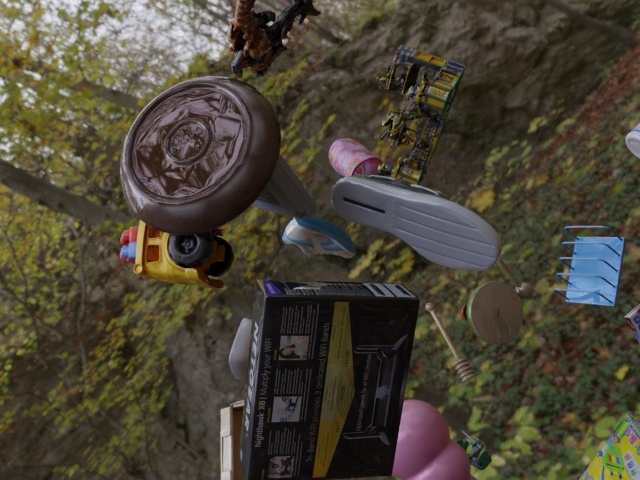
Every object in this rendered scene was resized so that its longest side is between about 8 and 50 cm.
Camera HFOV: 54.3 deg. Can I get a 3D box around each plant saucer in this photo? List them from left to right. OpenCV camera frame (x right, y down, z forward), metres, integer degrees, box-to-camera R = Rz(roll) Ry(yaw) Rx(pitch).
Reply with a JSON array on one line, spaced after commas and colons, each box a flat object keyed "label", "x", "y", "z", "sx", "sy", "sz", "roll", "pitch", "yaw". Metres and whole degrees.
[{"label": "plant saucer", "x": -0.222, "y": -0.163, "z": 1.087, "sx": 0.311, "sy": 0.310, "sz": 0.050, "roll": -59, "pitch": -25, "yaw": -10}]

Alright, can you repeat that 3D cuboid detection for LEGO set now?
[{"label": "LEGO set", "x": 0.198, "y": -0.302, "z": 1.489, "sx": 0.331, "sy": 0.192, "sz": 0.255, "roll": 99, "pitch": -164, "yaw": -50}]

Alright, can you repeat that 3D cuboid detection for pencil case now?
[{"label": "pencil case", "x": 0.111, "y": -0.228, "z": 1.901, "sx": 0.124, "sy": 0.124, "sz": 0.284, "roll": -65, "pitch": 23, "yaw": 14}]

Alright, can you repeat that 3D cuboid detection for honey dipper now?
[{"label": "honey dipper", "x": 0.238, "y": 0.187, "z": 1.168, "sx": 0.030, "sy": 0.161, "sz": 0.030, "roll": -23, "pitch": -23, "yaw": -10}]

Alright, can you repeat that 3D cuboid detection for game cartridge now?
[{"label": "game cartridge", "x": -0.158, "y": -0.140, "z": 1.222, "sx": 0.062, "sy": 0.297, "sz": 0.198, "roll": -52, "pitch": -45, "yaw": -21}]

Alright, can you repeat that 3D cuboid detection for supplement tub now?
[{"label": "supplement tub", "x": 0.635, "y": -0.207, "z": 1.170, "sx": 0.107, "sy": 0.071, "sz": 0.071, "roll": -44, "pitch": -15, "yaw": 0}]

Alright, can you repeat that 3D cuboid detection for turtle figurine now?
[{"label": "turtle figurine", "x": 0.411, "y": 0.635, "z": 1.881, "sx": 0.234, "sy": 0.175, "sz": 0.118, "roll": 131, "pitch": 148, "yaw": -74}]

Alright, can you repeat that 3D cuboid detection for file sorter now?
[{"label": "file sorter", "x": 0.637, "y": 0.059, "z": 1.489, "sx": 0.104, "sy": 0.118, "sz": 0.170, "roll": 25, "pitch": -106, "yaw": -40}]

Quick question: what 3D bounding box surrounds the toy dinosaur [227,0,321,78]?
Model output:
[{"label": "toy dinosaur", "x": -0.124, "y": -0.454, "z": 1.340, "sx": 0.218, "sy": 0.164, "sz": 0.322, "roll": -55, "pitch": 16, "yaw": -2}]

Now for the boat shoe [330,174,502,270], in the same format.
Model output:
[{"label": "boat shoe", "x": 0.186, "y": -0.057, "z": 1.164, "sx": 0.119, "sy": 0.335, "sz": 0.121, "roll": -39, "pitch": -31, "yaw": -49}]

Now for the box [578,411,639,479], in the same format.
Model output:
[{"label": "box", "x": 0.904, "y": 0.681, "z": 1.695, "sx": 0.290, "sy": 0.177, "sz": 0.279, "roll": -102, "pitch": 33, "yaw": -63}]

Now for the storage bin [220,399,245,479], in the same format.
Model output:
[{"label": "storage bin", "x": -0.141, "y": 0.590, "z": 1.741, "sx": 0.123, "sy": 0.260, "sz": 0.262, "roll": -28, "pitch": 57, "yaw": 44}]

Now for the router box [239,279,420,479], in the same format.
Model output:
[{"label": "router box", "x": 0.009, "y": 0.220, "z": 0.974, "sx": 0.081, "sy": 0.242, "sz": 0.309, "roll": -138, "pitch": 54, "yaw": -68}]

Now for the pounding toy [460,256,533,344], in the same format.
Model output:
[{"label": "pounding toy", "x": 0.505, "y": 0.192, "z": 1.855, "sx": 0.237, "sy": 0.183, "sz": 0.110, "roll": -55, "pitch": 13, "yaw": -17}]

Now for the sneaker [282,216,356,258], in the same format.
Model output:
[{"label": "sneaker", "x": 0.000, "y": 0.000, "z": 1.788, "sx": 0.092, "sy": 0.228, "sz": 0.087, "roll": -50, "pitch": 30, "yaw": 30}]

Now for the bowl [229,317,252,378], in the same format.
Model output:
[{"label": "bowl", "x": -0.195, "y": 0.297, "z": 1.695, "sx": 0.142, "sy": 0.053, "sz": 0.142, "roll": 82, "pitch": -160, "yaw": -52}]

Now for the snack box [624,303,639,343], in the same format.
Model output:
[{"label": "snack box", "x": 0.846, "y": 0.250, "z": 1.595, "sx": 0.064, "sy": 0.178, "sz": 0.022, "roll": -35, "pitch": 7, "yaw": -13}]

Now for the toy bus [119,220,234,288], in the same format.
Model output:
[{"label": "toy bus", "x": -0.276, "y": -0.023, "z": 1.162, "sx": 0.149, "sy": 0.211, "sz": 0.220, "roll": 43, "pitch": -132, "yaw": -73}]

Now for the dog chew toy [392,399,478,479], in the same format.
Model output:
[{"label": "dog chew toy", "x": 0.287, "y": 0.575, "z": 1.601, "sx": 0.206, "sy": 0.332, "sz": 0.206, "roll": -39, "pitch": -12, "yaw": -10}]
